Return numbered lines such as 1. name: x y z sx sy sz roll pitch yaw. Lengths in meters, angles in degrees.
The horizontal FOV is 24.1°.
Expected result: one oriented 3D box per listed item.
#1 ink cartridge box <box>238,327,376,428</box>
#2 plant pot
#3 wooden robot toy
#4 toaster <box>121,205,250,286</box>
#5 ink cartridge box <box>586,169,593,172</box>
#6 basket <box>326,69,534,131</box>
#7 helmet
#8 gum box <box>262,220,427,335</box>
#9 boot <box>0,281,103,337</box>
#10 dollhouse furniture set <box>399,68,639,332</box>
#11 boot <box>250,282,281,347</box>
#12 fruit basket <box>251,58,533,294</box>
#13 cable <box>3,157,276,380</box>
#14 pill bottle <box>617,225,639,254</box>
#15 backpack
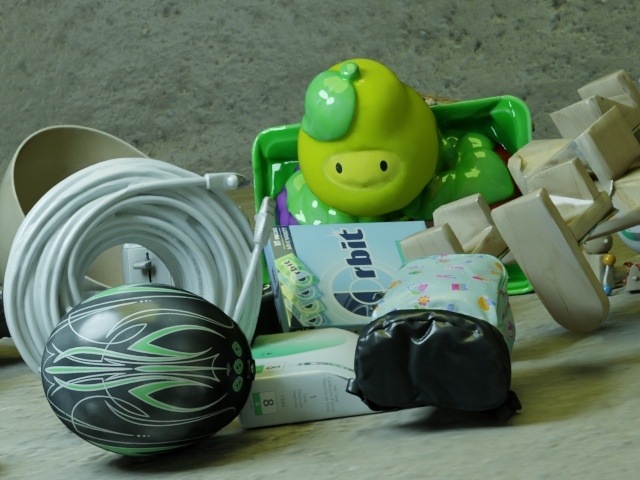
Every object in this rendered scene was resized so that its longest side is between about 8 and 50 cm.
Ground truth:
1. ink cartridge box: 0.038 0.122 1.442 0.225 0.056 0.181 -9 8 6
2. plant pot: -0.334 0.012 2.039 0.284 0.284 0.191 -19 -22 -52
3. wooden robot toy: 0.336 0.015 1.777 0.076 0.079 0.173 -12 9 -18
4. toaster: -0.155 0.042 1.889 0.129 0.146 0.227 -3 9 32
5. ink cartridge box: 0.436 -0.080 2.402 0.324 0.071 0.330 -13 5 -27
6. basket: 0.136 -0.100 2.141 0.299 0.223 0.213 13 8 -18
7. helmet: -0.156 0.113 1.317 0.169 0.169 0.161 -4 -7 33
8. gum box: 0.040 0.046 1.618 0.184 0.041 0.157 -2 44 -13
9. boot: -0.357 0.106 1.874 0.229 0.091 0.263 7 -18 -5
10. dollhouse furniture set: 0.361 -0.022 1.472 0.362 0.256 0.394 -39 11 -38
11. boot: -0.041 0.079 1.726 0.236 0.085 0.178 -12 5 -31
12. fruit basket: 0.083 -0.061 1.844 0.392 0.283 0.392 -4 -7 -1
13. cable: -0.184 0.047 1.474 0.257 0.257 0.089 9 -4 -19
14. pill bottle: 0.513 -0.068 1.719 0.204 0.204 0.361 -13 9 -29
15. backpack: 0.113 0.081 1.329 0.152 0.115 0.182 9 17 11
